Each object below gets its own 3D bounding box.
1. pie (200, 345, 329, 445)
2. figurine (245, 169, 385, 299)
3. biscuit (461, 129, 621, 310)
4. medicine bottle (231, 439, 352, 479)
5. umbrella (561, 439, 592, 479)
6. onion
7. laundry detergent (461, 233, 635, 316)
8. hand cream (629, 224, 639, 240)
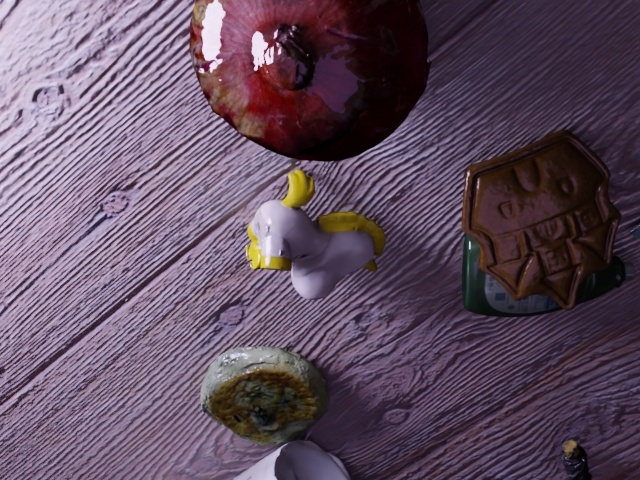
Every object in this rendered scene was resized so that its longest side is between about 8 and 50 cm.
[{"bbox_3d":[-0.078,0.220,1.502,0.187,0.041,0.187,0,129,0],"label":"pie"},{"bbox_3d":[-0.003,0.007,1.309,0.178,0.109,0.129,33,100,-26],"label":"figurine"},{"bbox_3d":[0.265,-0.012,1.267,0.182,0.034,0.215,-21,108,5],"label":"biscuit"},{"bbox_3d":[-0.109,0.454,1.592,0.190,0.190,0.332,38,120,-25],"label":"medicine bottle"},{"bbox_3d":[0.381,0.342,1.587,0.037,0.040,0.144,-19,129,7],"label":"umbrella"},{"bbox_3d":[-0.014,-0.193,1.085,0.246,0.190,0.246,5,115,12],"label":"onion"},{"bbox_3d":[0.283,0.032,1.333,0.211,0.063,0.137,-2,122,3],"label":"laundry detergent"},{"bbox_3d":[0.534,0.054,1.354,0.331,0.058,0.085,36,138,-18],"label":"hand cream"}]
